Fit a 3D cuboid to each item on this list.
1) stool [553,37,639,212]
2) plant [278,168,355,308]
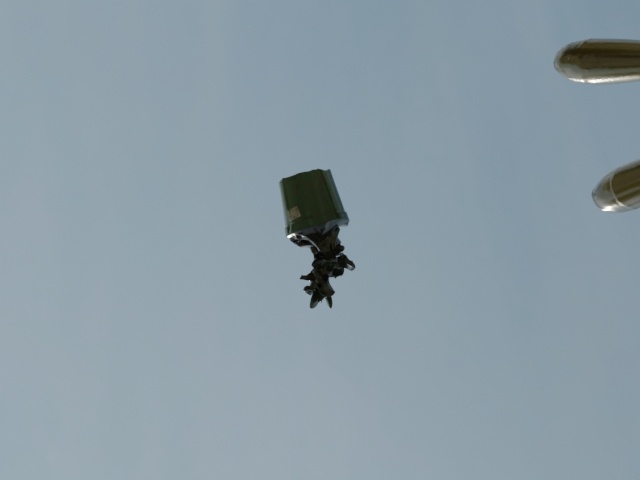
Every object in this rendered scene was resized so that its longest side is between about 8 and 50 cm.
[{"bbox_3d":[0.210,-0.078,1.131,0.110,0.135,0.134,-2,-119,65],"label":"stool"},{"bbox_3d":[0.000,0.000,1.485,0.051,0.051,0.102,-15,-96,17],"label":"plant"}]
